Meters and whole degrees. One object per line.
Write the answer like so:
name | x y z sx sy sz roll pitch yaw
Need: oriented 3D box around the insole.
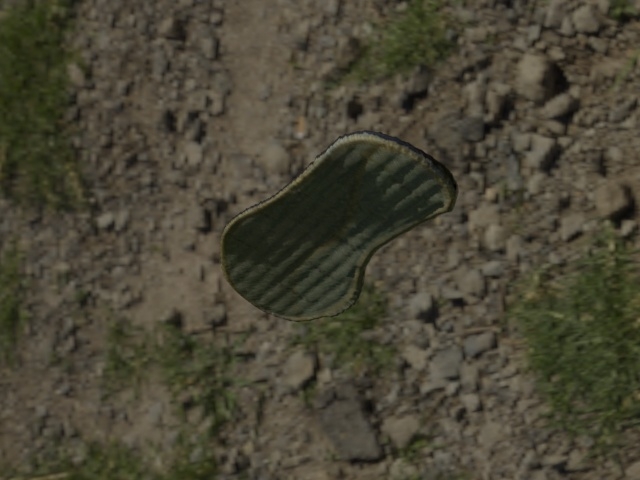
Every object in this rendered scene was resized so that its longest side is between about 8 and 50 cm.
insole | 0.000 0.000 0.970 0.009 0.119 0.348 -65 11 -25
